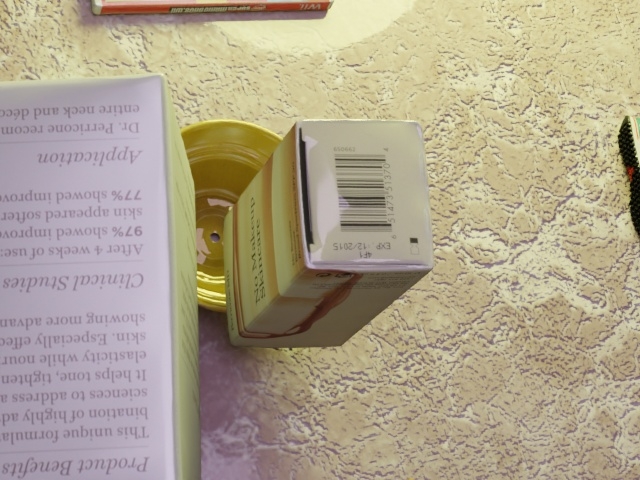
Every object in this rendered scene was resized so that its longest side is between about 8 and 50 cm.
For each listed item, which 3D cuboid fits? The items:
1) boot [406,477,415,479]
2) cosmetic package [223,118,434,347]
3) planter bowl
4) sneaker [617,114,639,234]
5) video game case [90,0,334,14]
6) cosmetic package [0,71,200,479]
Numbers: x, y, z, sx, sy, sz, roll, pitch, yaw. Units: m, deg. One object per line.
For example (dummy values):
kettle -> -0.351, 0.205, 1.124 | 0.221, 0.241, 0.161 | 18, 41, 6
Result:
boot -> 0.036, 0.325, 1.844 | 0.283, 0.109, 0.220 | 40, 66, -2
cosmetic package -> 0.000, 0.000, 1.758 | 0.129, 0.296, 0.153 | 0, 72, -16
planter bowl -> -0.105, -0.014, 1.940 | 0.217, 0.090, 0.217 | 5, 71, -15
sneaker -> 0.405, -0.076, 2.130 | 0.075, 0.057, 0.161 | -3, 68, -11
video game case -> -0.136, -0.361, 2.098 | 0.285, 0.025, 0.204 | -3, 71, -17
cosmetic package -> -0.284, 0.085, 1.671 | 0.329, 0.327, 0.393 | -2, 76, -1
